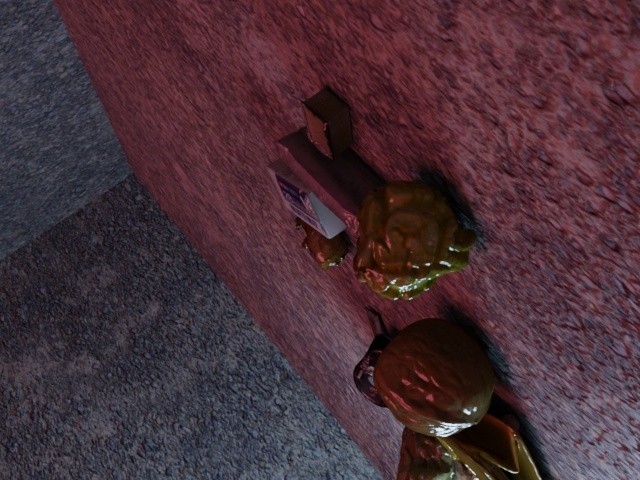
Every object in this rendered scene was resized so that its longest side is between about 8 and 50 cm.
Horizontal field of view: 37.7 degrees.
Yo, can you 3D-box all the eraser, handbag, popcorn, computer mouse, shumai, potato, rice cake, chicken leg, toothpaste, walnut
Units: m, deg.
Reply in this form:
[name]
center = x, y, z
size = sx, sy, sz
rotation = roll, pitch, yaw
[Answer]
[eraser]
center = -0.030, -0.097, 2.012
size = 0.210, 0.068, 0.125
rotation = 36, 158, 54
[handbag]
center = 0.305, 0.405, 1.985
size = 0.401, 0.133, 0.283
rotation = 34, 161, 55
[popcorn]
center = 0.130, -0.002, 1.475
size = 0.167, 0.187, 0.186
rotation = 13, -141, -35
[computer mouse]
center = 0.163, 0.305, 2.239
size = 0.137, 0.096, 0.233
rotation = 34, 141, 7
[shumai]
center = 0.260, 0.589, 2.282
size = 0.314, 0.262, 0.267
rotation = 48, 164, 30
[potato]
center = 0.012, -0.203, 1.638
size = 0.086, 0.061, 0.122
rotation = 46, 166, 28
[rice cake]
center = 0.041, -0.105, 1.681
size = 0.298, 0.106, 0.050
rotation = 47, 155, 26
[chicken leg]
center = -0.001, -0.003, 2.128
size = 0.101, 0.085, 0.207
rotation = 51, 180, -37
[toothpaste]
center = 0.153, 0.250, 2.297
size = 0.056, 0.036, 0.205
rotation = 29, 147, 53
[walnut]
center = 0.217, 0.259, 1.756
size = 0.228, 0.228, 0.228
rotation = 50, 165, 18

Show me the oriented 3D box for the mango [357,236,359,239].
[mango]
center = 0.122, 0.020, 1.754
size = 0.105, 0.084, 0.159
rotation = 45, 164, 53
